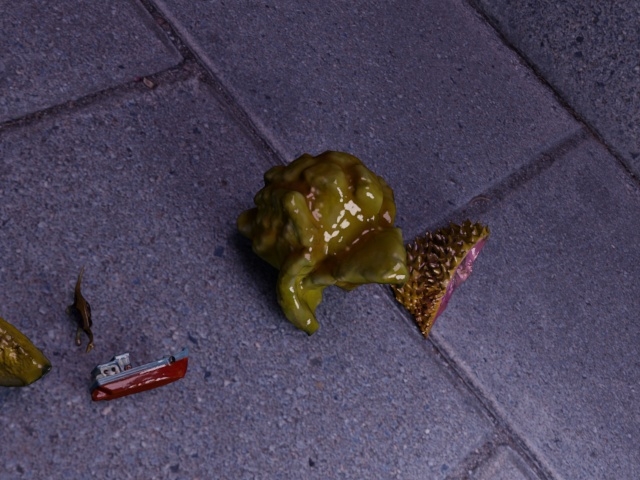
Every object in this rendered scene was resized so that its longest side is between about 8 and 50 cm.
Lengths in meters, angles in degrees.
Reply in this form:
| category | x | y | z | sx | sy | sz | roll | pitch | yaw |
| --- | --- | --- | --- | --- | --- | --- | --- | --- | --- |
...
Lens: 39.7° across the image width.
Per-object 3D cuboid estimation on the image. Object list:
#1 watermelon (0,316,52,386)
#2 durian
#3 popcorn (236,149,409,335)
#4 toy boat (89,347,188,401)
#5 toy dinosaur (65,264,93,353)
| category | x | y | z | sx | sy | sz | roll | pitch | yaw |
| --- | --- | --- | --- | --- | --- | --- | --- | --- | --- |
| watermelon | -0.517 | 0.107 | 1.266 | 0.301 | 0.129 | 0.123 | 40 | 47 | -7 |
| durian | 0.257 | 0.036 | 1.805 | 0.154 | 0.186 | 0.260 | 46 | 32 | -3 |
| popcorn | -0.003 | -0.001 | 1.594 | 0.290 | 0.326 | 0.321 | 26 | 3 | -9 |
| toy boat | -0.281 | 0.203 | 1.385 | 0.173 | 0.069 | 0.059 | -11 | 72 | -32 |
| toy dinosaur | -0.380 | 0.118 | 1.408 | 0.037 | 0.058 | 0.180 | 7 | 40 | -38 |
